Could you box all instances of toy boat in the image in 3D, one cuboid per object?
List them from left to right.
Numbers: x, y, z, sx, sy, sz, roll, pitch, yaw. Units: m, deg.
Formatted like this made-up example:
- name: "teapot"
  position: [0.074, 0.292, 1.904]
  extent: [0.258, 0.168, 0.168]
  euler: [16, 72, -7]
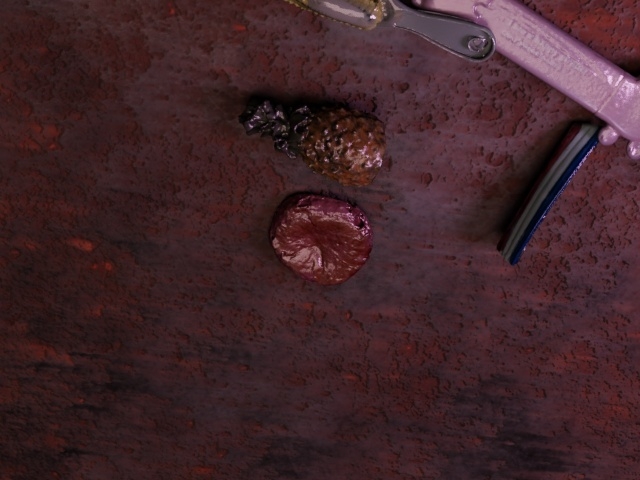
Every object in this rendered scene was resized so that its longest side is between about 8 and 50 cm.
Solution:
- name: "toy boat"
  position: [0.314, -0.068, 1.719]
  extent: [0.046, 0.080, 0.229]
  euler: [33, 112, 10]

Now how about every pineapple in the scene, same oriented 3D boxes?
- name: "pineapple"
  position: [-0.012, -0.138, 1.642]
  extent: [0.197, 0.108, 0.108]
  euler: [17, 122, -6]

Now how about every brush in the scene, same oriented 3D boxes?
- name: "brush"
  position: [0.075, -0.277, 1.544]
  extent: [0.297, 0.060, 0.068]
  euler: [19, 125, -2]

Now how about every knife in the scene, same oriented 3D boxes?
- name: "knife"
  position: [0.301, -0.240, 1.614]
  extent: [0.398, 0.038, 0.132]
  euler: [28, 109, -17]

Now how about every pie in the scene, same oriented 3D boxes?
- name: "pie"
  position: [0.000, 0.000, 1.768]
  extent: [0.153, 0.038, 0.153]
  euler: [0, 123, 0]
